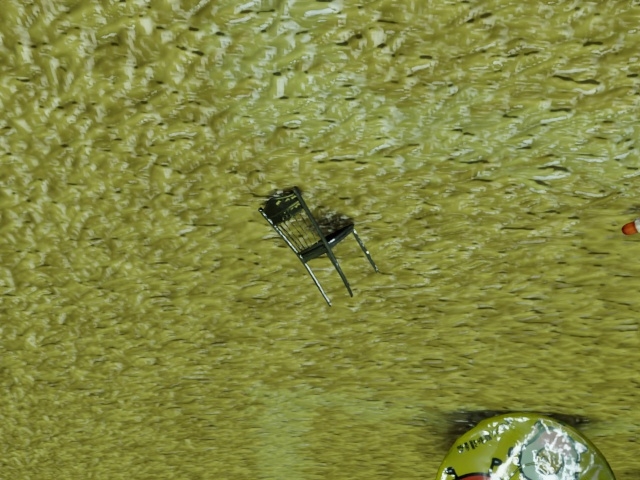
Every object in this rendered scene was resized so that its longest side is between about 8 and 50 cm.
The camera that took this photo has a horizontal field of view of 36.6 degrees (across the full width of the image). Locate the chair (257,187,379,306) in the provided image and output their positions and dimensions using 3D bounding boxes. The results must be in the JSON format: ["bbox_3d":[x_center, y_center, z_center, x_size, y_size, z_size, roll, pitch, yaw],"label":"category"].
[{"bbox_3d":[0.000,-0.001,0.649,0.037,0.042,0.086,-26,104,39],"label":"chair"}]

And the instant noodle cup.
[{"bbox_3d":[0.197,0.277,0.981,0.182,0.182,0.144,3,160,2],"label":"instant noodle cup"}]

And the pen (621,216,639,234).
[{"bbox_3d":[0.276,-0.038,0.559,0.218,0.026,0.026,-22,141,37],"label":"pen"}]
